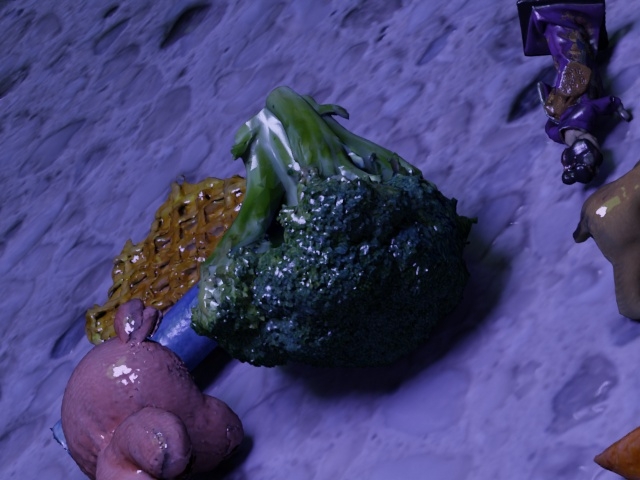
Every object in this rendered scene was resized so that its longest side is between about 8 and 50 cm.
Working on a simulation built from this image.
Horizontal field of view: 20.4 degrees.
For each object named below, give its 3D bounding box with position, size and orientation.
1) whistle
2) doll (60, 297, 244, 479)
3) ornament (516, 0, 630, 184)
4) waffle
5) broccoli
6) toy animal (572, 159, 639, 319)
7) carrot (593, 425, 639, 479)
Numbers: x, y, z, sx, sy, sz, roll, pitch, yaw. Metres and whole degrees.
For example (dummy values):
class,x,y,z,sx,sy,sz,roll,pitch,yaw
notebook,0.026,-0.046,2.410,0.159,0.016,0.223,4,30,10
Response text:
class,x,y,z,sx,sy,sz,roll,pitch,yaw
whistle,-0.135,0.096,1.716,0.304,0.062,0.062,-44,31,4
doll,-0.124,0.214,1.563,0.303,0.156,0.201,62,144,38
ornament,0.238,-0.131,1.611,0.081,0.088,0.203,-12,50,5
waffle,-0.135,0.033,1.854,0.245,0.052,0.254,5,57,49
broccoli,0.000,0.000,1.551,0.265,0.294,0.245,-17,68,-12
toy animal,0.286,-0.052,1.420,0.219,0.101,0.103,-42,29,3
carrot,0.273,0.141,1.235,0.205,0.072,0.072,-17,40,40
